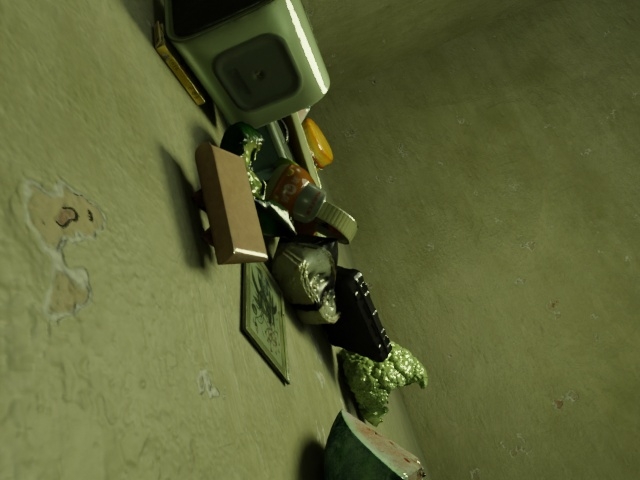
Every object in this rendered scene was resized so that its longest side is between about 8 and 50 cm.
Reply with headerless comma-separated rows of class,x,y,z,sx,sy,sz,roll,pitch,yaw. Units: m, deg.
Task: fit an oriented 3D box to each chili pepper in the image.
chili pepper,-0.146,-0.117,0.832,0.148,0.116,0.264,39,28,-52

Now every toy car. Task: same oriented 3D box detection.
toy car,-0.019,-0.066,0.984,0.235,0.145,0.235,27,-10,5

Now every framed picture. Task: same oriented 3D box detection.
framed picture,-0.100,0.124,0.791,0.231,0.010,0.173,-102,168,-50

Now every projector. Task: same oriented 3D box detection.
projector,-0.143,-0.418,0.894,0.249,0.248,0.248,55,18,-58

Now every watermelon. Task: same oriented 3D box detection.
watermelon,0.068,0.431,0.744,0.175,0.188,0.321,-50,141,-29

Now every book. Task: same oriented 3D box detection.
book,-0.104,-0.272,1.244,0.269,0.032,0.388,8,-62,65

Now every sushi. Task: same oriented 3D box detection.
sushi,-0.031,0.122,0.982,0.109,0.134,0.272,-65,155,-55

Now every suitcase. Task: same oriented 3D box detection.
suitcase,0.063,0.187,1.143,0.206,0.066,0.285,7,-49,46

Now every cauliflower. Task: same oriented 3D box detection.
cauliflower,0.167,0.418,1.286,0.272,0.275,0.250,19,-84,61

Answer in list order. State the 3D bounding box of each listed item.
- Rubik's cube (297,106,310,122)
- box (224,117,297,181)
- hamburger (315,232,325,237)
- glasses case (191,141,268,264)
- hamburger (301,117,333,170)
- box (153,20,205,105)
Rubik's cube,-0.159,-0.525,1.654,0.229,0.233,0.228,34,53,1
box,-0.143,-0.261,1.096,0.162,0.130,0.226,-6,74,-82
hamburger,0.000,0.000,1.643,0.133,0.063,0.140,-57,128,-79
glasses case,-0.142,-0.045,0.672,0.102,0.070,0.193,14,55,-56
hamburger,-0.065,-0.409,1.905,0.246,0.170,0.246,52,18,-25
box,-0.270,-0.336,0.830,0.149,0.020,0.073,57,14,-56
